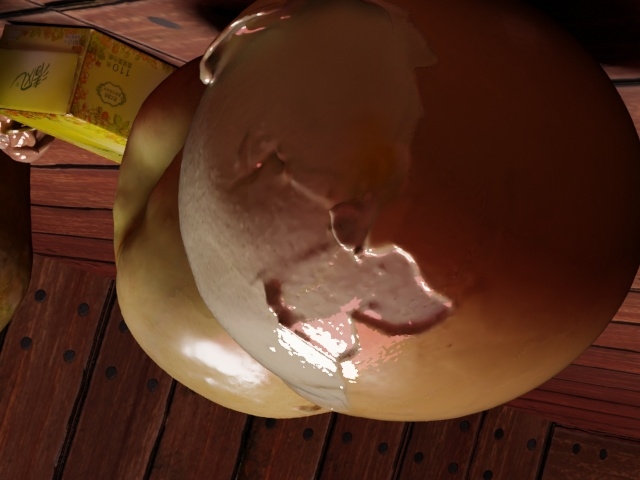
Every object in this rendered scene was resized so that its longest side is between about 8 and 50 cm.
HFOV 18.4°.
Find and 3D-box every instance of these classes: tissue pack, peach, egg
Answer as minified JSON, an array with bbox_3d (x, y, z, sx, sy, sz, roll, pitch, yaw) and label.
[{"bbox_3d":[-0.125,-0.085,1.314,0.095,0.062,0.176,10,172,43],"label":"tissue pack"},{"bbox_3d":[0.000,0.000,1.081,0.233,0.232,0.232,16,173,2],"label":"peach"},{"bbox_3d":[0.047,-0.019,0.877,0.201,0.201,0.244,11,-176,39],"label":"egg"}]

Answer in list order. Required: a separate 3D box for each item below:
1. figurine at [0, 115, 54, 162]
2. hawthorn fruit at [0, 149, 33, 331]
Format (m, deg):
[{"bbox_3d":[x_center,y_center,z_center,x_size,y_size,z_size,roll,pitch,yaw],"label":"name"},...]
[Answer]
[{"bbox_3d":[-0.249,-0.096,1.406,0.157,0.114,0.126,-13,-134,-35],"label":"figurine"},{"bbox_3d":[-0.381,-0.028,1.559,0.268,0.267,0.301,10,162,40],"label":"hawthorn fruit"}]
